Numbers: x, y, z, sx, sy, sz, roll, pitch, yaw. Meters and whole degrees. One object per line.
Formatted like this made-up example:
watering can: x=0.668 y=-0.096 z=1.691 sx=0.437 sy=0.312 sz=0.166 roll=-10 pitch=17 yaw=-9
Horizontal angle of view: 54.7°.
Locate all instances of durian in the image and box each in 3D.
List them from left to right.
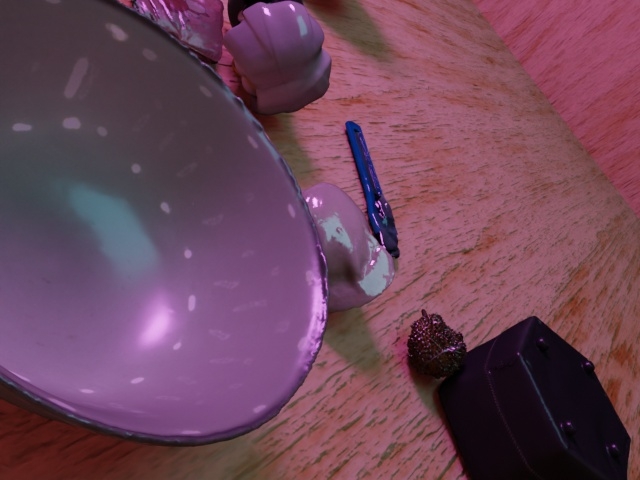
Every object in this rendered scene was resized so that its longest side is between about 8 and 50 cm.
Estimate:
durian: x=0.144 y=0.129 z=0.774 sx=0.080 sy=0.080 sz=0.091 roll=13 pitch=53 yaw=-45

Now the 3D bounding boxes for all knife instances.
knife: x=0.078 y=-0.085 z=0.960 sx=0.044 sy=0.026 sz=0.296 roll=11 pitch=48 yaw=-30

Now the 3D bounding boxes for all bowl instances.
bowl: x=-0.163 y=-0.004 z=0.435 sx=0.337 sy=0.157 sz=0.337 roll=36 pitch=37 yaw=-32

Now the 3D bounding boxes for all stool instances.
stool: x=0.271 y=0.221 z=0.775 sx=0.232 sy=0.141 sz=0.232 roll=33 pitch=36 yaw=-28

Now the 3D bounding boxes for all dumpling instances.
dumpling: x=0.000 y=0.001 z=0.722 sx=0.150 sy=0.092 sz=0.176 roll=-26 pitch=83 yaw=-44

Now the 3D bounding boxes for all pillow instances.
pillow: x=-0.198 y=-0.352 z=0.868 sx=0.135 sy=0.049 sz=0.248 roll=24 pitch=45 yaw=-35

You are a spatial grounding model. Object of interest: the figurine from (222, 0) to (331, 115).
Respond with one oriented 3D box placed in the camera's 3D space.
figurine: x=-0.066 y=-0.284 z=0.857 sx=0.176 sy=0.133 sz=0.236 roll=64 pitch=9 yaw=-46
